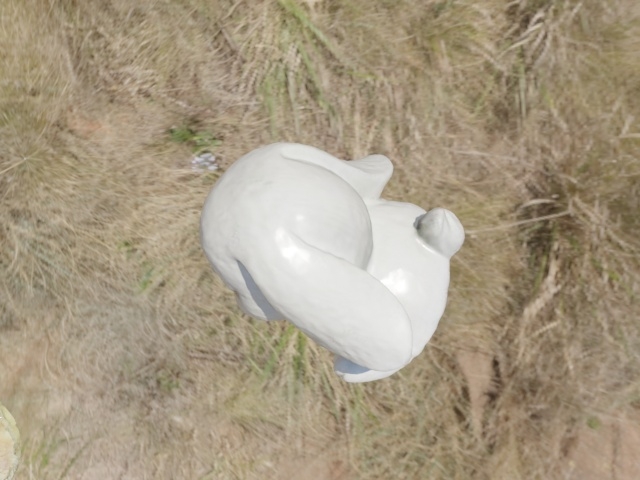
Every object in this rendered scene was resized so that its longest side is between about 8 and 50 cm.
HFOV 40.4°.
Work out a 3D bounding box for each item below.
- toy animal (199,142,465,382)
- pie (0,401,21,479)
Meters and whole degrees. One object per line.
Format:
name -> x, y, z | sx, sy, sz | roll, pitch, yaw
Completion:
toy animal -> 0.000, 0.000, 0.921 | 0.265, 0.206, 0.272 | 24, 48, -31
pie -> -0.629, 0.372, 1.550 | 0.218, 0.052, 0.185 | -8, 102, 12
